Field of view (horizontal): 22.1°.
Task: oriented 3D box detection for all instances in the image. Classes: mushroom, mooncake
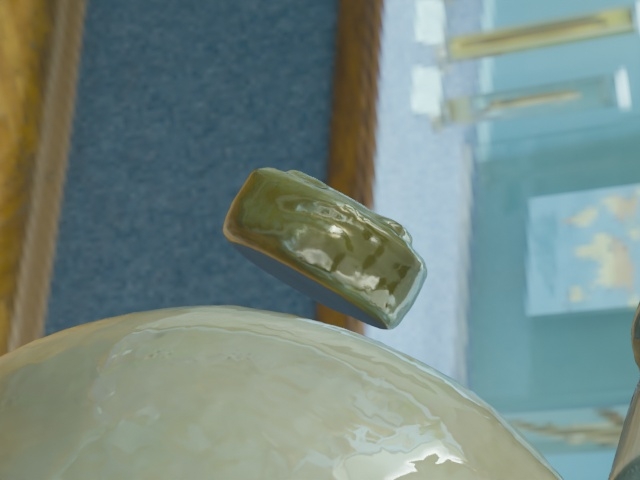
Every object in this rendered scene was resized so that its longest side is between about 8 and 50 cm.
[{"bbox_3d":[-0.018,0.189,0.654,0.294,0.362,0.362,-33,114,-52],"label":"mushroom"},{"bbox_3d":[0.000,0.000,1.831,0.117,0.234,0.235,-57,145,-6],"label":"mooncake"}]

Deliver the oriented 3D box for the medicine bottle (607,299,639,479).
[{"bbox_3d":[0.254,0.016,0.665,0.306,0.245,0.245,-61,139,-33],"label":"medicine bottle"}]
